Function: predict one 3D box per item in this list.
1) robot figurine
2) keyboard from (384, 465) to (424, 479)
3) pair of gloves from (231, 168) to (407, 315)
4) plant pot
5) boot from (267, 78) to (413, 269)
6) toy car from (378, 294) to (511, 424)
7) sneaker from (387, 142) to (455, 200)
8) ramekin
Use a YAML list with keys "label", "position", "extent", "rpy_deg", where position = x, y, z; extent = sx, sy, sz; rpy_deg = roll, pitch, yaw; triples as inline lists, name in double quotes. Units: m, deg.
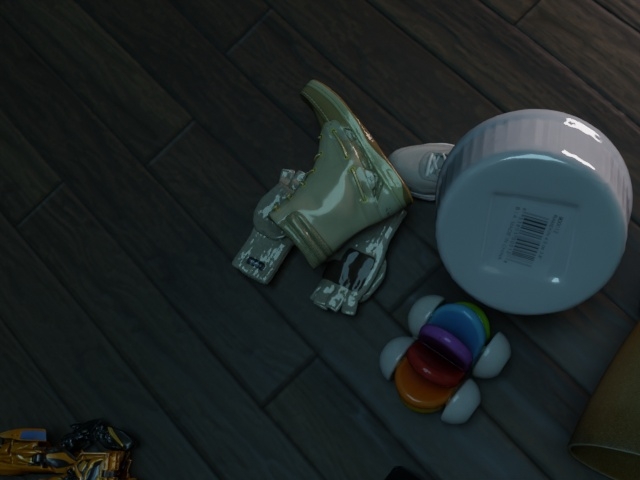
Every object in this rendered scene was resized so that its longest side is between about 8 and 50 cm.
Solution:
- label: "robot figurine"
  position: [-0.422, 0.385, 1.287]
  extent: [0.291, 0.085, 0.211]
  rpy_deg: [-3, 74, 12]
- label: "keyboard"
  position: [0.093, 0.408, 1.155]
  extent: [0.180, 0.023, 0.108]
  rpy_deg: [-48, 37, -19]
- label: "pair of gloves"
  position: [0.000, 0.000, 1.324]
  extent: [0.240, 0.042, 0.204]
  rpy_deg: [20, 81, 17]
- label: "plant pot"
  position: [0.476, 0.194, 1.072]
  extent: [0.237, 0.237, 0.254]
  rpy_deg: [19, 71, 17]
- label: "boot"
  position: [-0.008, -0.105, 1.285]
  extent: [0.203, 0.095, 0.262]
  rpy_deg: [-36, 74, 3]
- label: "toy car"
  position: [0.175, 0.164, 1.185]
  extent: [0.159, 0.136, 0.182]
  rpy_deg: [33, 84, 20]
- label: "sneaker"
  position: [0.226, -0.114, 1.263]
  extent: [0.263, 0.121, 0.099]
  rpy_deg: [8, 75, 15]
- label: "ramekin"
  position: [0.289, -0.030, 1.139]
  extent: [0.277, 0.135, 0.277]
  rpy_deg: [7, 116, 14]
